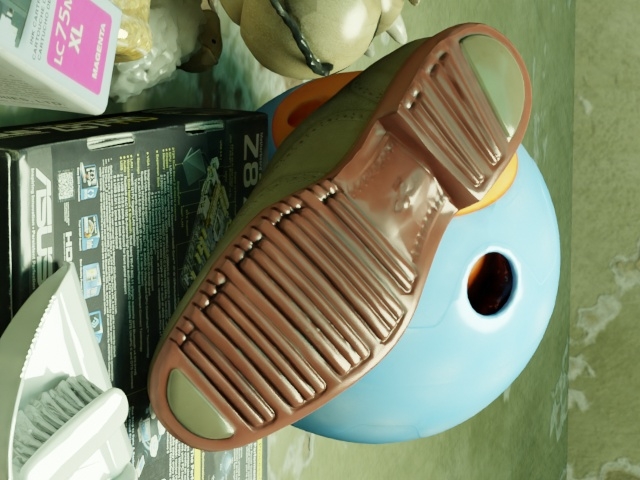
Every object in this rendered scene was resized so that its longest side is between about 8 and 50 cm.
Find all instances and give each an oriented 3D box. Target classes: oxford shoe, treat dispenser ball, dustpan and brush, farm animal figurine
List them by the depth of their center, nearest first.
[{"bbox_3d":[-0.152,0.124,0.929,0.211,0.060,0.147,-46,132,-45],"label":"dustpan and brush"},{"bbox_3d":[0.000,0.000,1.153,0.348,0.130,0.123,-46,113,-26],"label":"oxford shoe"},{"bbox_3d":[0.027,-0.200,1.187,0.172,0.330,0.327,60,36,-17],"label":"farm animal figurine"},{"bbox_3d":[0.039,0.012,1.365,0.288,0.288,0.288,4,90,-72],"label":"treat dispenser ball"}]

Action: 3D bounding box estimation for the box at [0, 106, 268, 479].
[{"bbox_3d":[-0.137,0.119,1.127,0.318,0.097,0.395,-17,110,-62],"label":"box"}]

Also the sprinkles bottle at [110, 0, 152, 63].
[{"bbox_3d":[-0.143,-0.285,1.027,0.121,0.121,0.355,9,86,-71],"label":"sprinkles bottle"}]

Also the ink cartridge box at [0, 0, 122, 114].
[{"bbox_3d":[-0.226,-0.122,0.706,0.311,0.185,0.065,26,71,-70],"label":"ink cartridge box"}]
